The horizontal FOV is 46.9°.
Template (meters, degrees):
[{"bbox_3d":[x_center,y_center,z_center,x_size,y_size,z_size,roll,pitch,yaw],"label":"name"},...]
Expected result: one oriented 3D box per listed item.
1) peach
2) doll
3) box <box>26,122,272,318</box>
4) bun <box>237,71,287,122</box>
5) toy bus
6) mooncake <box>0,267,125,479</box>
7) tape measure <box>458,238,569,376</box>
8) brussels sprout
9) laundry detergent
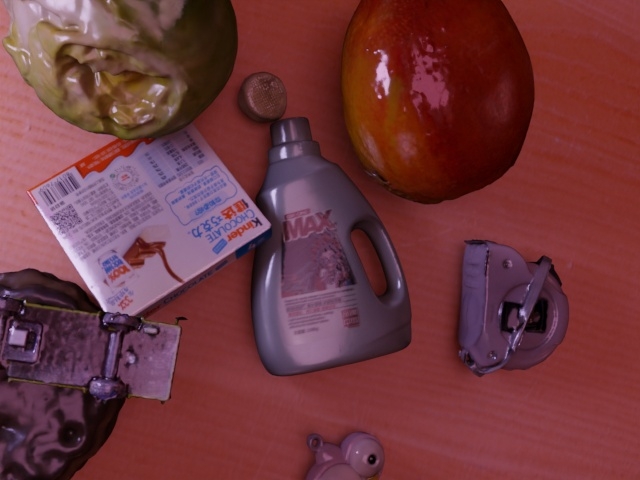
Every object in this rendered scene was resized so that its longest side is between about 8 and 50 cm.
[{"bbox_3d":[0.177,-0.250,1.167,0.372,0.290,0.373,-1,94,-22],"label":"peach"},{"bbox_3d":[0.109,0.443,1.218,0.365,0.094,0.160,43,74,-11],"label":"doll"},{"bbox_3d":[-0.256,-0.039,1.111,0.273,0.048,0.265,-33,72,-15],"label":"box"},{"bbox_3d":[-0.098,-0.234,1.212,0.086,0.054,0.086,0,90,-30],"label":"bun"},{"bbox_3d":[-0.323,0.127,0.905,0.301,0.139,0.113,10,81,-7],"label":"toy bus"},{"bbox_3d":[-0.432,0.200,1.027,0.323,0.187,0.324,1,85,-15],"label":"mooncake"},{"bbox_3d":[0.336,0.123,1.287,0.197,0.120,0.236,5,90,-18],"label":"tape measure"},{"bbox_3d":[-0.274,-0.312,1.042,0.344,0.268,0.345,7,79,-38],"label":"brussels sprout"},{"bbox_3d":[0.000,0.000,1.196,0.263,0.124,0.398,-9,88,-14],"label":"laundry detergent"}]
